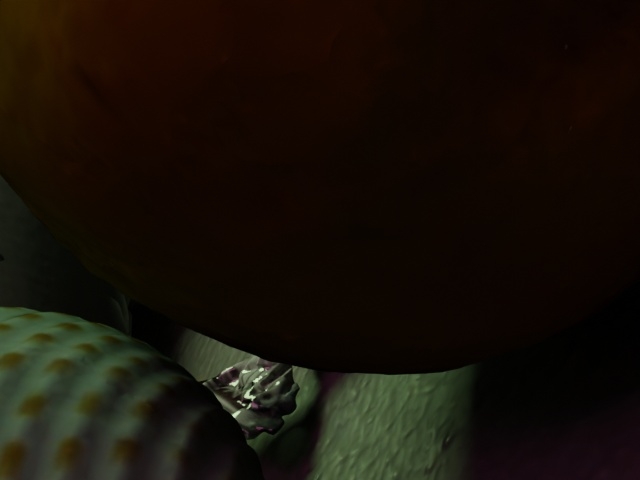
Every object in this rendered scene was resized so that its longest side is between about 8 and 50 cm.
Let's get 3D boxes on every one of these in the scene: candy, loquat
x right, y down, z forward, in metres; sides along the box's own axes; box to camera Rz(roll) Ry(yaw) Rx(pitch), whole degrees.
[{"bbox_3d":[0.000,0.000,0.753,0.094,0.051,0.226,-39,22,57],"label":"candy"},{"bbox_3d":[0.006,-0.085,0.553,0.284,0.276,0.276,-4,48,30],"label":"loquat"}]

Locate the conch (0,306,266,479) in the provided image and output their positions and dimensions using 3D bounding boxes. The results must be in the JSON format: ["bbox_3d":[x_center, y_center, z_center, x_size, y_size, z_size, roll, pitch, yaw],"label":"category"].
[{"bbox_3d":[-0.117,0.158,0.543,0.319,0.215,0.302,-24,47,53],"label":"conch"}]

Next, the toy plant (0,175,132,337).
[{"bbox_3d":[-0.196,-0.005,0.959,0.185,0.279,0.400,-11,38,1],"label":"toy plant"}]
